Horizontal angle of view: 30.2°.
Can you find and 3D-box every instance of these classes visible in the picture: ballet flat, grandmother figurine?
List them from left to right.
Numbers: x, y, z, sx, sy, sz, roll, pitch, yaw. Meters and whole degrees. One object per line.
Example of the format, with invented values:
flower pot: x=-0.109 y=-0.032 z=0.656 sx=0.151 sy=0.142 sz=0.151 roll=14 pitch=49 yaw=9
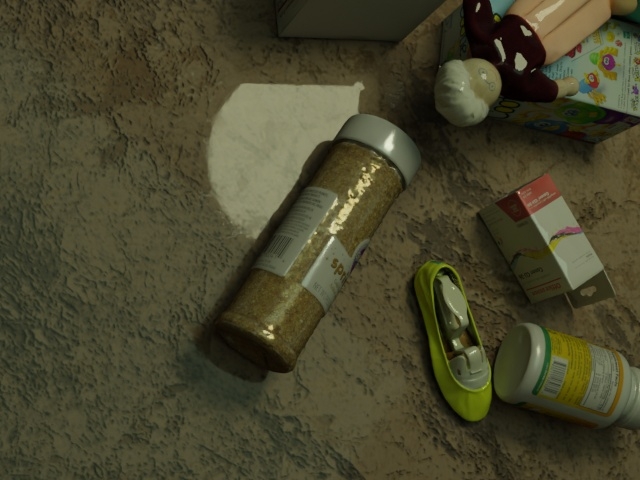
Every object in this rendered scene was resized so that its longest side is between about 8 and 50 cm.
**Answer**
ballet flat: x=0.188 y=0.136 z=1.626 sx=0.077 sy=0.077 sz=0.231 roll=-15 pitch=83 yaw=-23
grandmother figurine: x=0.271 y=-0.271 z=1.586 sx=0.208 sy=0.104 sz=0.342 roll=46 pitch=65 yaw=3

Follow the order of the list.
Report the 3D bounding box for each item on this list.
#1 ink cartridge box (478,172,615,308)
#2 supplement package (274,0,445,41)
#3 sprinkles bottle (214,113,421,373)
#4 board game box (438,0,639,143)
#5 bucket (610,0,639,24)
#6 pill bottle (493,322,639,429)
ink cartridge box: x=0.321 y=0.017 z=1.682 sx=0.067 sy=0.115 sz=0.198 roll=-30 pitch=89 yaw=-24
supplement package: x=0.049 y=-0.436 z=1.642 sx=0.199 sy=0.198 sz=0.263 roll=-1 pitch=78 yaw=-21
sprinkles bottle: x=0.000 y=0.000 z=1.566 sx=0.121 sy=0.121 sz=0.355 roll=36 pitch=69 yaw=-9
board game box: x=0.326 y=-0.253 z=1.732 sx=0.275 sy=0.142 sz=0.144 roll=12 pitch=75 yaw=-18
bucket: x=0.480 y=-0.444 z=1.727 sx=0.281 sy=0.183 sz=0.281 roll=-16 pitch=120 yaw=-30
pill bottle: x=0.358 y=0.196 z=1.653 sx=0.208 sy=0.117 sz=0.118 roll=18 pitch=72 yaw=-15
